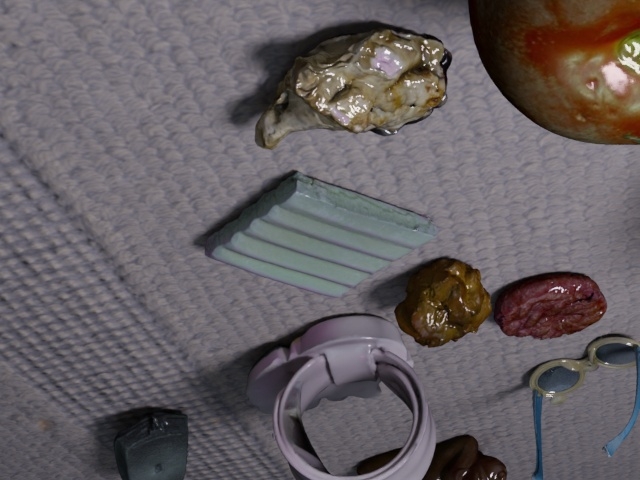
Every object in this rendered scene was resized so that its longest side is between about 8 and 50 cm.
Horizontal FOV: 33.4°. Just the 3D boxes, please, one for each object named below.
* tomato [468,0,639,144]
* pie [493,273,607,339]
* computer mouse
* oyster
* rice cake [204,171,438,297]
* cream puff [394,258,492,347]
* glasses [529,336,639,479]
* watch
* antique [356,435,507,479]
[{"bbox_3d":[0.239,-0.202,0.764,0.270,0.222,0.270,10,148,6],"label":"tomato"},{"bbox_3d":[0.301,0.089,1.394,0.155,0.036,0.154,-5,148,-3],"label":"pie"},{"bbox_3d":[-0.259,0.317,1.629,0.113,0.068,0.229,-14,140,-21],"label":"computer mouse"},{"bbox_3d":[0.026,-0.122,0.986,0.191,0.081,0.163,-25,147,32],"label":"oyster"},{"bbox_3d":[0.000,0.000,1.205,0.198,0.037,0.189,23,137,-38],"label":"rice cake"},{"bbox_3d":[0.153,0.082,1.306,0.122,0.094,0.116,5,144,-9],"label":"cream puff"},{"bbox_3d":[0.358,0.227,1.491,0.190,0.220,0.088,-31,101,35],"label":"glasses"},{"bbox_3d":[0.026,0.242,1.409,0.244,0.231,0.196,-13,149,5],"label":"watch"},{"bbox_3d":[0.191,0.421,1.797,0.257,0.143,0.121,-16,144,12],"label":"antique"}]
